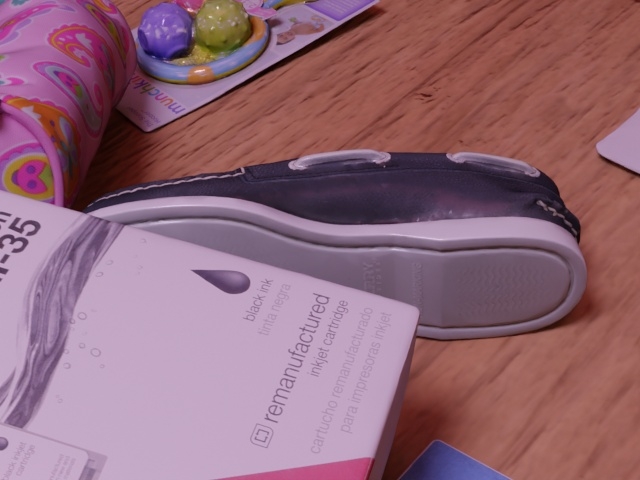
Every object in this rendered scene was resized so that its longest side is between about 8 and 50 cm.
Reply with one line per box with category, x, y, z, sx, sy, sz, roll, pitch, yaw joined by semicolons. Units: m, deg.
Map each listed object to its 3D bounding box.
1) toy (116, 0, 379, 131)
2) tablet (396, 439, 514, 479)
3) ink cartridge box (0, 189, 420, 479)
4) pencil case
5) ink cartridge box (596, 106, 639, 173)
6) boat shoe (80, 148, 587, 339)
toy;-0.084;-0.185;0.956;0.237;0.056;0.137;-30;44;-26
tablet;0.077;0.136;0.593;0.083;0.006;0.054;25;49;31
ink cartridge box;-0.118;0.098;0.545;0.283;0.117;0.207;15;44;8
pencil case;-0.197;-0.086;0.761;0.124;0.124;0.284;-4;27;3
ink cartridge box;0.373;-0.081;0.722;0.353;0.119;0.207;28;51;33
boat shoe;0.000;0.000;0.692;0.302;0.114;0.091;5;41;-5
